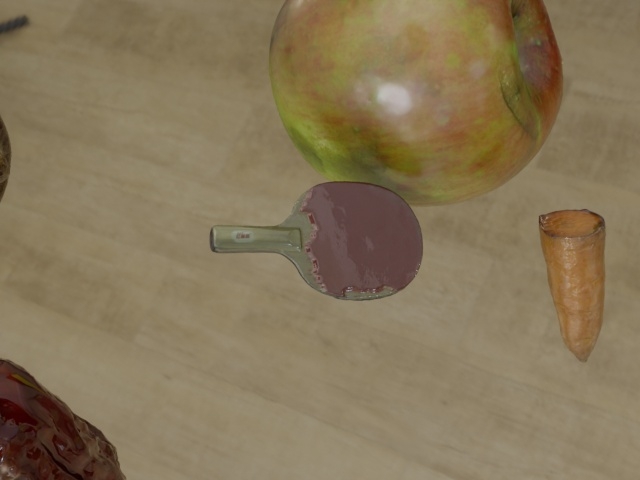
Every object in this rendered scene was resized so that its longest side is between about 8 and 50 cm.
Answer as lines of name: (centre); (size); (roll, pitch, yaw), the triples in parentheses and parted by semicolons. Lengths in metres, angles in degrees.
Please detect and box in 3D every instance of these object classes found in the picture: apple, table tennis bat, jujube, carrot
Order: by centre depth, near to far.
table tennis bat: (0.000, 0.000, 1.159); (0.234, 0.022, 0.131); (0, 74, -19)
carrot: (0.283, 0.058, 1.225); (0.072, 0.205, 0.072); (-9, 35, 6)
jujube: (-0.390, 0.285, 1.293); (0.276, 0.377, 0.276); (-13, 50, 16)
apple: (0.109, -0.203, 1.296); (0.339, 0.339, 0.339); (-11, 62, 22)

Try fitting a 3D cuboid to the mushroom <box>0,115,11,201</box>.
mushroom: (-0.316, -0.069, 0.971); (0.085, 0.126, 0.109); (-5, 31, -12)
